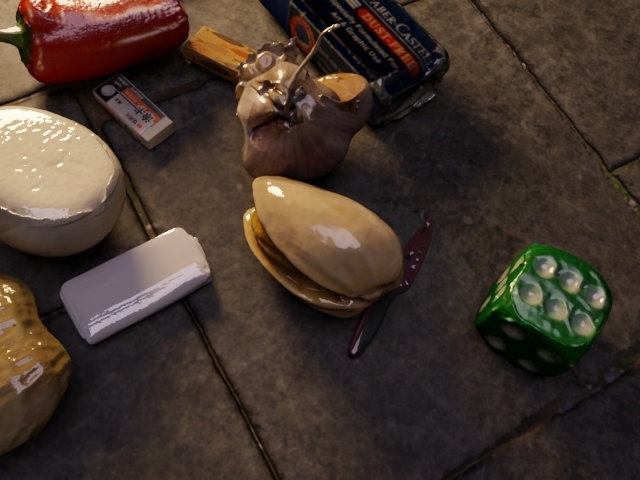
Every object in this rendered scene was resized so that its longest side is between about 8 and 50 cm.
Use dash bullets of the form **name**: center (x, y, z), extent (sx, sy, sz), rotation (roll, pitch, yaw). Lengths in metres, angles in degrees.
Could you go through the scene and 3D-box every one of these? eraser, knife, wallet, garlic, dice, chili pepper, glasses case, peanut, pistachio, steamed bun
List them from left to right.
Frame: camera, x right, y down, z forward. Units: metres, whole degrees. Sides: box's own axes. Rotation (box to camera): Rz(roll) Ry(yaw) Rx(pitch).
- **peanut**: center (-0.393, 0.136, 0.769), extent (0.197, 0.110, 0.233), rotation (-31, 71, -2)
- **steamed bun**: center (-0.360, -0.069, 0.863), extent (0.228, 0.130, 0.177), rotation (33, 55, 10)
- **chili pepper**: center (-0.365, -0.290, 0.966), extent (0.338, 0.131, 0.134), rotation (-23, 85, -21)
- **eraser**: center (-0.273, -0.190, 0.987), extent (0.122, 0.029, 0.052), rotation (42, 67, 12)
- **wallet**: center (-0.235, 0.054, 0.877), extent (0.190, 0.033, 0.095), rotation (-31, 74, -18)
- **glasses case**: center (-0.123, -0.265, 1.037), extent (0.170, 0.041, 0.064), rotation (27, 53, 6)
- **garlic**: center (-0.038, -0.210, 0.910), extent (0.207, 0.256, 0.207), rotation (1, 51, -2)
- **pistachio**: center (0.000, 0.000, 0.869), extent (0.229, 0.157, 0.157), rotation (33, 65, 13)
- **eraser**: center (0.045, -0.338, 1.057), extent (0.155, 0.101, 0.332), rotation (-33, 74, -21)
- **knife**: center (0.104, 0.059, 0.925), extent (0.035, 0.018, 0.247), rotation (30, 64, 10)
- **dice**: center (0.289, 0.090, 0.878), extent (0.128, 0.120, 0.131), rotation (35, 67, 9)
